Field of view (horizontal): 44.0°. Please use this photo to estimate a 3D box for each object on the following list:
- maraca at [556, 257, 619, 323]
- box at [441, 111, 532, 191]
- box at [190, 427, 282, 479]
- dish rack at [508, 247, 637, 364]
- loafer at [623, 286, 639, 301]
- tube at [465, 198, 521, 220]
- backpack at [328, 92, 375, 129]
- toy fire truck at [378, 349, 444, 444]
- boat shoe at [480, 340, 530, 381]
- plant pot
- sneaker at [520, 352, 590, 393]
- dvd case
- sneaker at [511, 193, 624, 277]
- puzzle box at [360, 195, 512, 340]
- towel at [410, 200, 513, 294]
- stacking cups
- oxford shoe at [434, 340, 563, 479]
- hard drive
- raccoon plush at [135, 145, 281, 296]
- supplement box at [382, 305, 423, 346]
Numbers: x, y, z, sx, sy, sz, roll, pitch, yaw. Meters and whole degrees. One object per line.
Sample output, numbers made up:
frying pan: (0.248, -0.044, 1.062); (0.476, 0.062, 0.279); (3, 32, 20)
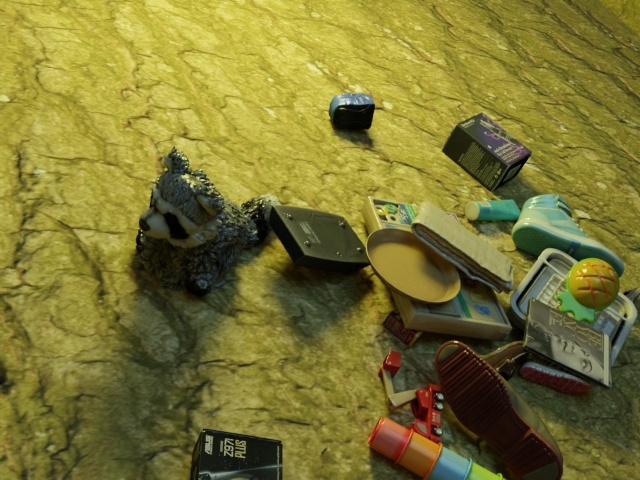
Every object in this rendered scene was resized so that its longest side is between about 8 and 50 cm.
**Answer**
maraca: (0.659, 0.122, 1.944); (0.127, 0.099, 0.185); (37, 69, 15)
box: (0.492, -0.265, 2.351); (0.207, 0.108, 0.153); (43, 44, 17)
box: (-0.144, 0.423, 1.337); (0.148, 0.077, 0.180); (13, 43, -14)
dish rack: (0.623, 0.183, 1.983); (0.286, 0.072, 0.333); (38, 42, 12)
loafer: (0.834, 0.153, 2.146); (0.039, 0.045, 0.125); (37, 44, 22)
tube: (0.493, -0.084, 2.213); (0.207, 0.052, 0.080); (-2, 61, -37)
backpack: (0.082, -0.370, 2.262); (0.120, 0.097, 0.101); (-6, 40, -15)
toy fire truck: (0.183, 0.328, 1.626); (0.135, 0.047, 0.192); (20, 42, -7)
boat shoe: (0.393, 0.285, 1.763); (0.207, 0.073, 0.073); (-16, 55, -29)
plant pot: (0.204, 0.062, 1.786); (0.237, 0.032, 0.236); (18, 36, -13)
sneaker: (0.544, 0.298, 1.829); (0.171, 0.063, 0.074); (18, 48, -3)
dvd case: (0.577, 0.236, 1.839); (0.221, 0.018, 0.164); (27, 42, -3)
sneaker: (0.694, -0.024, 2.189); (0.319, 0.127, 0.208); (26, 45, -1)
puzzle box: (0.272, 0.062, 1.906); (0.272, 0.052, 0.408); (10, 39, -26)
towel: (0.341, 0.017, 1.894); (0.282, 0.049, 0.187); (36, 22, 0)
stacking cups: (0.241, 0.443, 1.520); (0.316, 0.096, 0.096); (28, 41, 9)
oxford shoe: (0.368, 0.354, 1.648); (0.348, 0.123, 0.130); (54, 20, 11)
hard drive: (0.000, 0.000, 1.816); (0.255, 0.054, 0.172); (7, 41, -50)
raccoon plush: (-0.219, -0.095, 1.665); (0.216, 0.299, 0.446); (32, 41, 6)
supplement box: (0.191, 0.190, 1.776); (0.083, 0.043, 0.055); (38, 43, 14)
